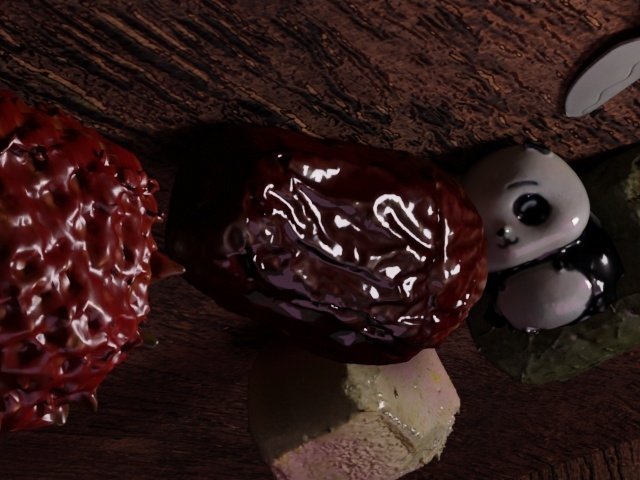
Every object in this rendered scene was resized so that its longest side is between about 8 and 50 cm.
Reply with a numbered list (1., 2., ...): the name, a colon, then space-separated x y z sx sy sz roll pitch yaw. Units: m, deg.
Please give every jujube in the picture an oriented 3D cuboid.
1. jujube: 0.000 0.000 1.768 0.216 0.216 0.342 -26 154 32

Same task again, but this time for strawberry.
1. strawberry: -0.274 -0.013 1.403 0.292 0.292 0.343 -19 150 14

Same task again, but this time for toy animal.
1. toy animal: 0.197 -0.002 1.930 0.166 0.138 0.179 -21 118 22

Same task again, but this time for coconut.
1. coconut: 0.024 0.203 2.354 0.245 0.233 0.233 -28 159 33

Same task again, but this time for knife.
1. knife: 0.295 -0.167 1.730 0.081 0.043 0.336 1 160 -27

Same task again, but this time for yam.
1. yam: 0.307 0.024 2.085 0.195 0.195 0.300 0 158 -41
